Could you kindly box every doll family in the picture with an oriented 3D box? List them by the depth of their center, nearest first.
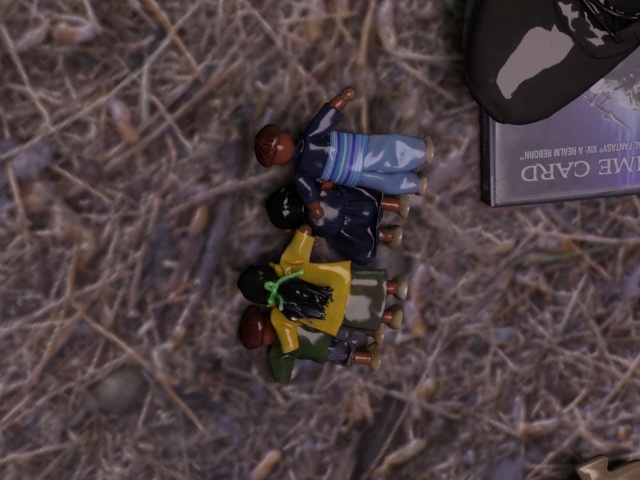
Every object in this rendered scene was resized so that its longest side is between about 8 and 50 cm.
[{"bbox_3d":[0.000,0.000,1.117,0.111,0.076,0.193,9,94,-13],"label":"doll family"}]

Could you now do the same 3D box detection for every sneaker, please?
[{"bbox_3d":[0.198,-0.182,1.077,0.109,0.130,0.286,42,89,-22],"label":"sneaker"}]

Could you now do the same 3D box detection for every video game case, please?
[{"bbox_3d":[0.196,-0.165,1.161,0.196,0.026,0.274,-5,104,-15],"label":"video game case"}]

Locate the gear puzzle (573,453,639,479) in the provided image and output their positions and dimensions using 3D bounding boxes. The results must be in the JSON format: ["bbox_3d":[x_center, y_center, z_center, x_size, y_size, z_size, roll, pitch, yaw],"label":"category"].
[{"bbox_3d":[0.170,0.235,1.233,0.339,0.044,0.175,-20,105,-14],"label":"gear puzzle"}]
